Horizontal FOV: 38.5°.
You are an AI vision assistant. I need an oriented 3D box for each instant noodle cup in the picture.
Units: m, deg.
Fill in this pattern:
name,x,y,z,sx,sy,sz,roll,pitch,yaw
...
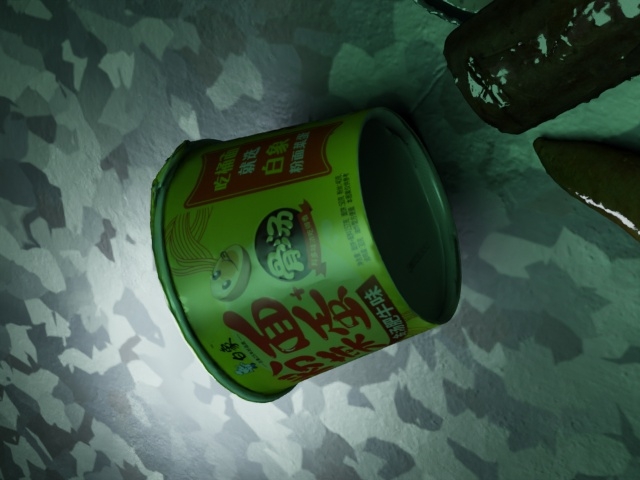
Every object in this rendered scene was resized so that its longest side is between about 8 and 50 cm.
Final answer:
name,x,y,z,sx,sy,sz,roll,pitch,yaw
instant noodle cup,0.000,0.000,0.973,0.221,0.311,0.311,-18,104,27

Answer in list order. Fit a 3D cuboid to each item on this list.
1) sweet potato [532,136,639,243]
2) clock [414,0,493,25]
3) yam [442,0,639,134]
name,x,y,z,sx,sy,sz,roll,pitch,yaw
sweet potato,0.352,-0.003,0.869,0.346,0.108,0.079,41,93,7
clock,0.170,-0.339,0.822,0.312,0.061,0.313,15,122,25
yam,0.237,-0.190,0.744,0.279,0.131,0.131,-30,96,40
